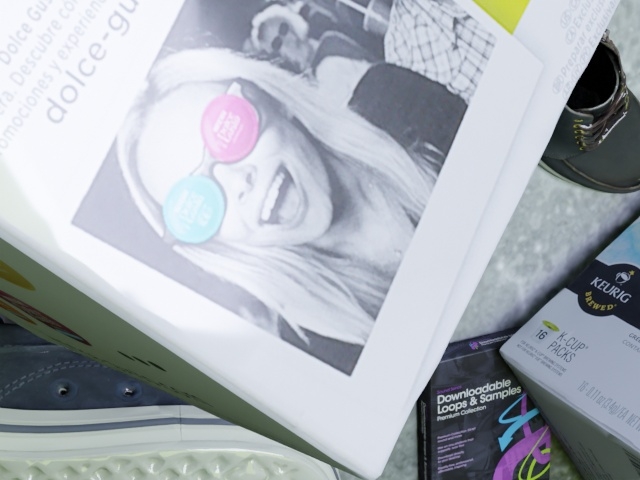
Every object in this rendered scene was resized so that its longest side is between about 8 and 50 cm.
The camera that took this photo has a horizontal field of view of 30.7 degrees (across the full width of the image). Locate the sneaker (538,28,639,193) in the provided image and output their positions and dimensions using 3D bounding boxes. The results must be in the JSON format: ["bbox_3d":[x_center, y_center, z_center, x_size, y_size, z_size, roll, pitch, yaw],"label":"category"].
[{"bbox_3d":[0.194,-0.089,0.841,0.222,0.118,0.083,34,93,-31],"label":"sneaker"}]

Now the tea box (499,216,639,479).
[{"bbox_3d":[0.381,0.124,0.936,0.323,0.220,0.329,-43,124,-9],"label":"tea box"}]

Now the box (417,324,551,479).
[{"bbox_3d":[0.136,0.154,0.959,0.116,0.029,0.162,-12,112,-21],"label":"box"}]

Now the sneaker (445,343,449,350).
[{"bbox_3d":[0.000,0.000,0.817,0.132,0.086,0.229,-23,107,-10],"label":"sneaker"}]

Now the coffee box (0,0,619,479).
[{"bbox_3d":[-0.104,-0.153,0.507,0.334,0.337,0.338,38,73,-30],"label":"coffee box"}]

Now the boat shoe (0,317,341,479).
[{"bbox_3d":[-0.238,0.132,0.715,0.500,0.156,0.187,5,110,-14],"label":"boat shoe"}]
